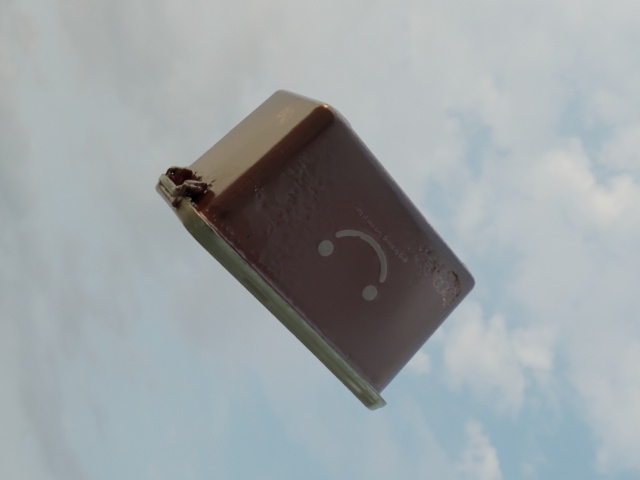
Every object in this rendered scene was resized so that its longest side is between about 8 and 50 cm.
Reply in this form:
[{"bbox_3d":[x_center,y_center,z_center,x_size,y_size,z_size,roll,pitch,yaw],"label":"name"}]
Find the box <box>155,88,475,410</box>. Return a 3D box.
[{"bbox_3d":[0.000,0.000,0.796,0.294,0.167,0.193,48,-6,-26],"label":"box"}]
